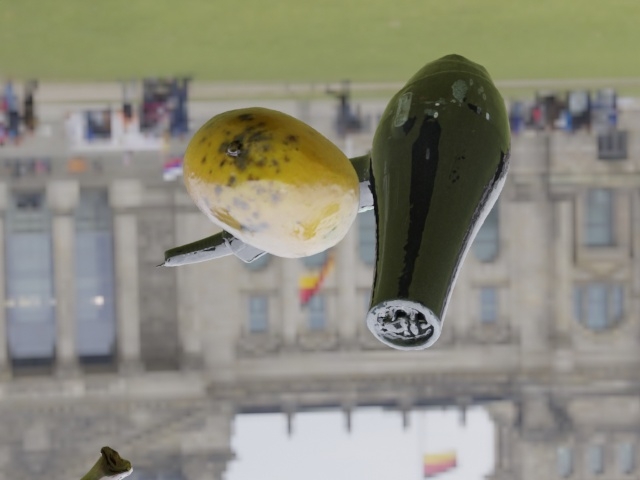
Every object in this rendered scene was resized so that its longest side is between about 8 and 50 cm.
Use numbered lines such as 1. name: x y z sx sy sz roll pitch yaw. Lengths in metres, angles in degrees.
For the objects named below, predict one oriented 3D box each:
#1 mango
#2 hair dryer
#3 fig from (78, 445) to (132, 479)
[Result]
1. mango: -0.020 -0.025 0.712 0.079 0.057 0.114 23 -179 3
2. hair dryer: 0.000 0.000 1.094 0.272 0.091 0.235 -21 -144 34
3. fig: -0.216 0.208 0.875 0.204 0.186 0.249 18 154 -14
